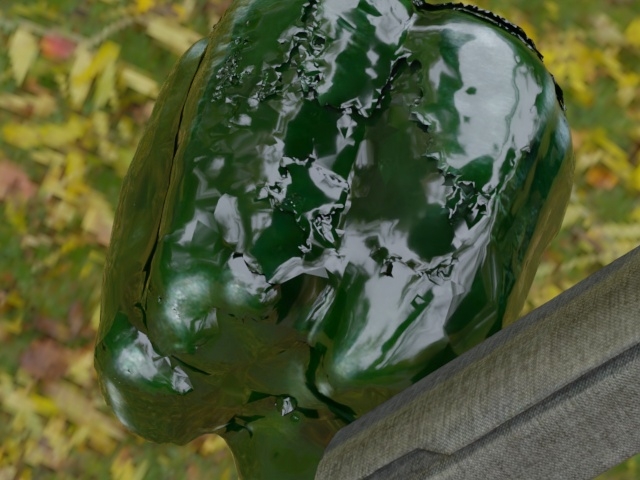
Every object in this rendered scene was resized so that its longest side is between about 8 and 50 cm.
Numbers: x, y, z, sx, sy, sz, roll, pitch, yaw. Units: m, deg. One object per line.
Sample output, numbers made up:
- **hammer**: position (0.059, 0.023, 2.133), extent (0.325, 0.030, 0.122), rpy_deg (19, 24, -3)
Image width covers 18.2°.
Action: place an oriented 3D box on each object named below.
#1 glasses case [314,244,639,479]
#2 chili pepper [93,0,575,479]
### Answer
- **glasses case**: position (0.086, 0.053, 0.718), extent (0.047, 0.205, 0.071), rpy_deg (47, 30, -15)
- **chili pepper**: position (0.000, 0.000, 1.072), extent (0.233, 0.248, 0.257), rpy_deg (23, 55, 1)
